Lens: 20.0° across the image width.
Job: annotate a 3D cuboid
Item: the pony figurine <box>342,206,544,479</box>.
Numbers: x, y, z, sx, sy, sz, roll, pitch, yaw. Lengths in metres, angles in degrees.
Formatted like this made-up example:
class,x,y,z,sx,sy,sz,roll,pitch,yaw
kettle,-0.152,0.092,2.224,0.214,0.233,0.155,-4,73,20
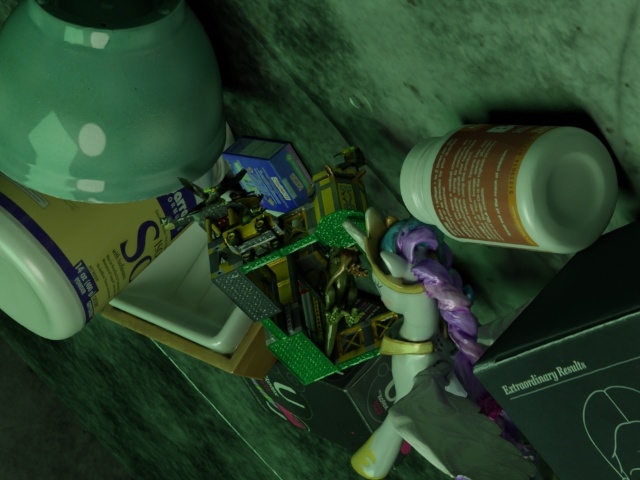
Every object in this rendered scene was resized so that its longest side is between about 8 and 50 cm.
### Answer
class,x,y,z,sx,sy,sz,roll,pitch,yaw
pony figurine,0.159,0.162,1.915,0.351,0.303,0.363,32,143,35

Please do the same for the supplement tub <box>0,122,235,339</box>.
class,x,y,z,sx,sy,sz,roll,pitch,yaw
supplement tub,-0.290,-0.063,2.285,0.241,0.331,0.241,37,156,19

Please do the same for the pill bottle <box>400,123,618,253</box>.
class,x,y,z,sx,sy,sz,roll,pitch,yaw
pill bottle,0.178,-0.054,1.779,0.216,0.121,0.121,8,137,55

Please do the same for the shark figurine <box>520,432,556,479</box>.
class,x,y,z,sx,sy,sz,roll,pitch,yaw
shark figurine,0.200,0.196,2.154,0.278,0.116,0.166,-131,36,-73

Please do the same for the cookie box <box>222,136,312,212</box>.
class,x,y,z,sx,sy,sz,roll,pitch,yaw
cookie box,-0.060,-0.079,2.243,0.107,0.040,0.092,13,141,53

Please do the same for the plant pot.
class,x,y,z,sx,sy,sz,roll,pitch,yaw
plant pot,-0.247,-0.208,2.081,0.293,0.293,0.196,32,134,28

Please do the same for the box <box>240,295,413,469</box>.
class,x,y,z,sx,sy,sz,roll,pitch,yaw
box,0.018,0.164,2.384,0.270,0.143,0.165,17,148,47

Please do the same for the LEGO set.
class,x,y,z,sx,sy,sz,roll,pitch,yaw
LEGO set,0.000,0.000,2.094,0.331,0.255,0.192,38,-149,-42

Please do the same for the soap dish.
class,x,y,z,sx,sy,sz,roll,pitch,yaw
soap dish,-0.130,0.050,2.367,0.291,0.229,0.118,19,162,46

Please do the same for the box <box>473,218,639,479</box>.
class,x,y,z,sx,sy,sz,roll,pitch,yaw
box,0.388,0.171,1.617,0.395,0.212,0.293,51,148,-8
